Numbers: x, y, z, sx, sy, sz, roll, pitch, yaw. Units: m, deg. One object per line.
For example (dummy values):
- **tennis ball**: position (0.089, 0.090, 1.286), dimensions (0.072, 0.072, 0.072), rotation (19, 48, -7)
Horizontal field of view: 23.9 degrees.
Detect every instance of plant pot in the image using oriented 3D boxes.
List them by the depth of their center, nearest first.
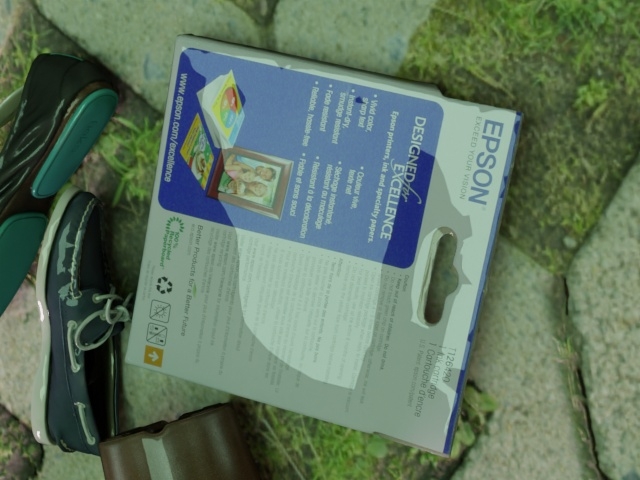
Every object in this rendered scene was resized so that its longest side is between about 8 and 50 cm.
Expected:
- **plant pot**: position (-0.116, 0.239, 1.338), dimensions (0.167, 0.167, 0.165), rotation (-18, 87, 20)

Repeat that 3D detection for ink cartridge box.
- **ink cartridge box**: position (0.000, 0.000, 1.299), dimensions (0.307, 0.072, 0.304), rotation (14, 104, 13)

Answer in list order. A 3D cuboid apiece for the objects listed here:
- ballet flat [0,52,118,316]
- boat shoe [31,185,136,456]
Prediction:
- **ballet flat**: position (-0.282, -0.047, 1.373), dimensions (0.096, 0.095, 0.280), rotation (35, 99, 19)
- **boat shoe**: position (-0.210, 0.078, 1.365), dimensions (0.079, 0.095, 0.255), rotation (12, 105, 17)
